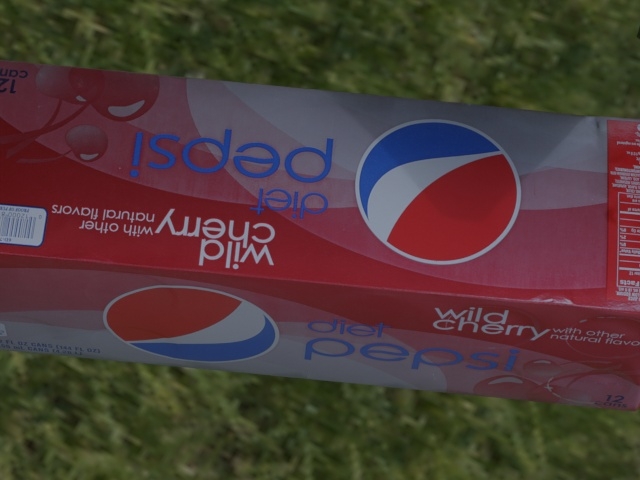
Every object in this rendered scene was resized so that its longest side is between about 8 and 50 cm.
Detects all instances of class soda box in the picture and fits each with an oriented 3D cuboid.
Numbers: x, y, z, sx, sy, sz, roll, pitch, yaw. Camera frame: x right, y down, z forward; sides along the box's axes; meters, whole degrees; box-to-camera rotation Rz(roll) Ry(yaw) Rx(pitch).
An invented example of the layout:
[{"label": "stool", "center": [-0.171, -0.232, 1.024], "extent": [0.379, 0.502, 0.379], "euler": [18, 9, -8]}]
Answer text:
[{"label": "soda box", "center": [0.000, 0.000, 0.687], "extent": [0.092, 0.263, 0.083], "euler": [95, 0, -62]}]

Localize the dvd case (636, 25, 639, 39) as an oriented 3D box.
[{"label": "dvd case", "center": [0.142, -0.092, 0.615], "extent": [0.013, 0.119, 0.087], "euler": [12, 110, -11]}]
